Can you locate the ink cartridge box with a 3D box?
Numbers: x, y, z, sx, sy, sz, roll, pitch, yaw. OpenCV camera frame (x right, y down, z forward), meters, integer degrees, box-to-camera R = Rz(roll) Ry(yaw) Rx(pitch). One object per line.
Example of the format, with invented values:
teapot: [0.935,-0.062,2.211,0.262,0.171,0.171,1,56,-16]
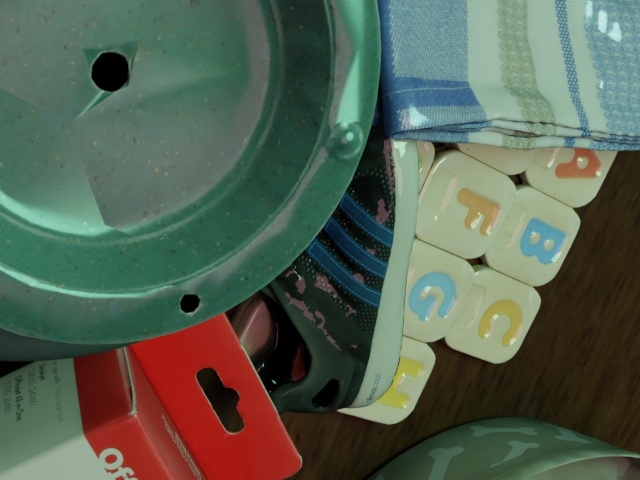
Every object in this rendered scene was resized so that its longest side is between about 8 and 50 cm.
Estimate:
ink cartridge box: [-0.125,0.135,0.509,0.231,0.078,0.134,-26,121,-3]

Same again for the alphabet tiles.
alphabet tiles: [0.055,-0.032,0.621,0.278,0.021,0.284,22,96,-35]

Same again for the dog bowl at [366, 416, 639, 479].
dog bowl: [0.115,0.277,0.727,0.349,0.102,0.348,-12,114,-28]

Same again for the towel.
towel: [0.130,-0.149,0.560,0.285,0.034,0.209,-2,88,-36]

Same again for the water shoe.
water shoe: [0.000,0.000,0.546,0.080,0.073,0.203,-9,111,-23]

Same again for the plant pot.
plant pot: [-0.097,-0.076,0.398,0.293,0.196,0.293,-10,112,-26]
